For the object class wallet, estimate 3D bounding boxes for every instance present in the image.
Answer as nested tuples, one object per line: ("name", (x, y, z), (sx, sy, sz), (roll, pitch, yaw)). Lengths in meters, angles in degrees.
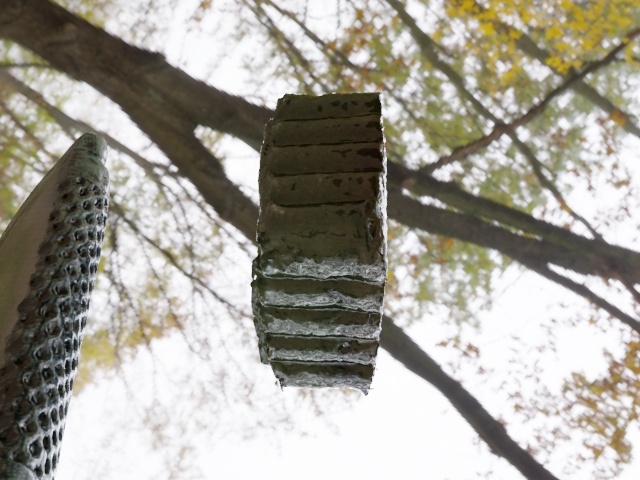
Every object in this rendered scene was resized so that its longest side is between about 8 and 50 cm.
("wallet", (-0.198, 0.111, 0.574), (0.237, 0.075, 0.342), (-51, -156, 30))

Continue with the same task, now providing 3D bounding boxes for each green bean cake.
("green bean cake", (0.000, 0.000, 0.715), (0.094, 0.181, 0.173), (1, -135, 2))
